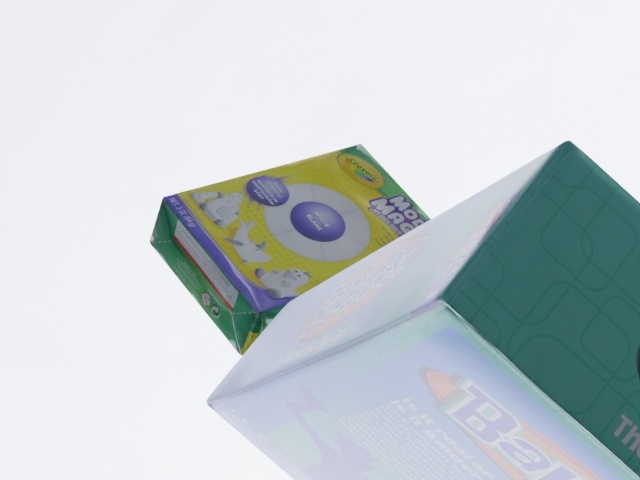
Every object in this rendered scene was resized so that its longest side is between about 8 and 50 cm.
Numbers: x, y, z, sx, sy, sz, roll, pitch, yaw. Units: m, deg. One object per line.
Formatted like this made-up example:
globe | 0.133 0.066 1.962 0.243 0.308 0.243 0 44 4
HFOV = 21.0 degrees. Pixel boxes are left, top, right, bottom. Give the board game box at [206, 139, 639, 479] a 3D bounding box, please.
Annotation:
board game box | 0.065 0.066 0.432 0.047 0.160 0.210 -50 -174 -18

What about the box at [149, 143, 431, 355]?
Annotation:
box | 0.000 0.000 1.045 0.105 0.179 0.043 48 -45 29
